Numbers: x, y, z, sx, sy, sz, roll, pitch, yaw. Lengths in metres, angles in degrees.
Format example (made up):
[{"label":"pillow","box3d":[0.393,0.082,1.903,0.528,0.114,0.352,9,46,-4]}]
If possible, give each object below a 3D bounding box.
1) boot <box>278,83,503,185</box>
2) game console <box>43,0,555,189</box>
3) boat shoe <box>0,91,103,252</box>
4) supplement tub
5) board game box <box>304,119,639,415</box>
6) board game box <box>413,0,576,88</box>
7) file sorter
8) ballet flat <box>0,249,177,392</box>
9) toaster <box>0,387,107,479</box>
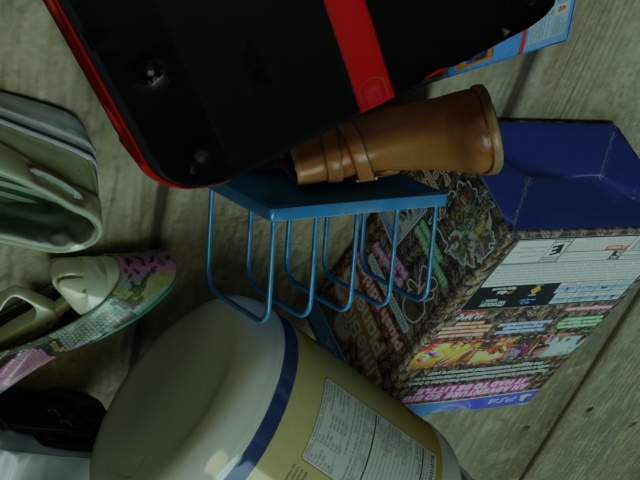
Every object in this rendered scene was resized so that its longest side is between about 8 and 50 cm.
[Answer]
[{"label":"boot","box3d":[0.053,-0.074,1.133,0.152,0.072,0.197,-11,-175,-13]},{"label":"game console","box3d":[-0.020,-0.216,0.929,0.342,0.060,0.386,-28,142,-4]},{"label":"boat shoe","box3d":[-0.269,-0.058,0.969,0.302,0.094,0.109,8,135,-44]},{"label":"supplement tub","box3d":[-0.019,0.218,1.264,0.316,0.228,0.228,38,115,-25]},{"label":"board game box","box3d":[0.163,0.031,1.386,0.232,0.141,0.291,-1,141,-36]},{"label":"board game box","box3d":[0.103,-0.190,1.108,0.212,0.039,0.160,-19,149,-13]},{"label":"file sorter","box3d":[0.000,0.000,1.202,0.170,0.118,0.104,-5,108,-31]},{"label":"ballet flat","box3d":[-0.229,0.060,1.210,0.222,0.077,0.079,-29,130,5]},{"label":"toaster","box3d":[-0.283,0.217,1.297,0.227,0.129,0.146,13,103,-48]}]
